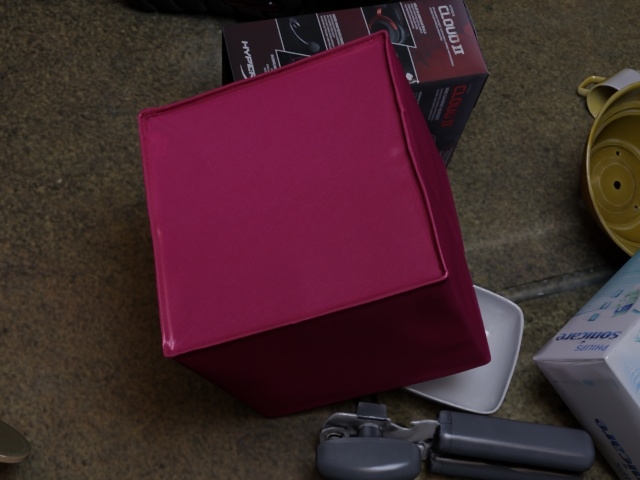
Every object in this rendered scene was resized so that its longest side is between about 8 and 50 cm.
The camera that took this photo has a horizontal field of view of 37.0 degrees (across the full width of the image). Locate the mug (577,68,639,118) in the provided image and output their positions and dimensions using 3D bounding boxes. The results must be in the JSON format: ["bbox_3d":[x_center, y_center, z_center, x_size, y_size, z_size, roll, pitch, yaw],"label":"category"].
[{"bbox_3d":[0.376,-0.191,1.212,0.078,0.062,0.064,45,60,8],"label":"mug"}]

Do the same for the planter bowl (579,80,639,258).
[{"bbox_3d":[0.372,-0.071,1.118,0.217,0.090,0.217,3,83,-22],"label":"planter bowl"}]

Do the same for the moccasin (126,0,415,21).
[{"bbox_3d":[-0.064,-0.350,1.211,0.380,0.139,0.147,6,72,8],"label":"moccasin"}]

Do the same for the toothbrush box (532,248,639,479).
[{"bbox_3d":[0.403,0.111,0.994,0.295,0.126,0.216,-39,98,-20],"label":"toothbrush box"}]

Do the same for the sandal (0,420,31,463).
[{"bbox_3d":[-0.401,0.201,0.949,0.240,0.088,0.079,20,95,11],"label":"sandal"}]

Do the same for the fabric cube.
[{"bbox_3d":[0.000,0.000,0.930,0.254,0.258,0.259,-16,64,13],"label":"fabric cube"}]

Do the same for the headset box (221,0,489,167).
[{"bbox_3d":[0.041,-0.154,1.071,0.293,0.218,0.110,-10,67,-11],"label":"headset box"}]

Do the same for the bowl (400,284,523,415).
[{"bbox_3d":[0.140,0.116,1.042,0.142,0.053,0.142,20,65,4],"label":"bowl"}]

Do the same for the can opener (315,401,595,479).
[{"bbox_3d":[0.135,0.227,0.969,0.283,0.076,0.095,8,44,-2],"label":"can opener"}]
